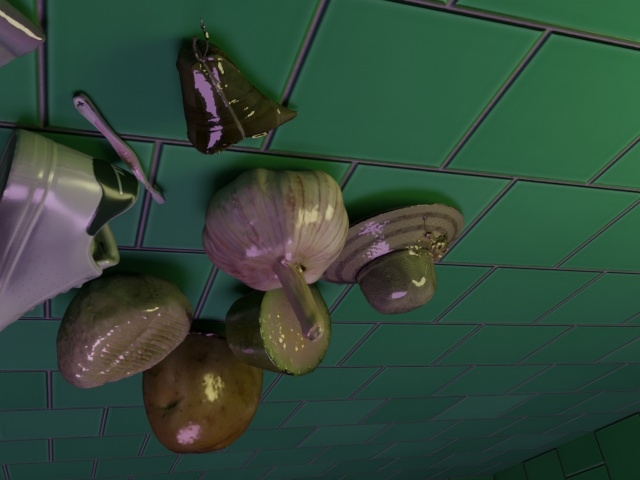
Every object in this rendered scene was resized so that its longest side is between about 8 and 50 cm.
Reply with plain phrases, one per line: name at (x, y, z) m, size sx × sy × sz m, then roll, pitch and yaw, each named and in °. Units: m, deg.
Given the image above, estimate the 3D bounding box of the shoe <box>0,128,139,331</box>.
shoe at (-0.346, 0.016, 0.823) m, size 0.160 × 0.132 × 0.363 m, roll 13°, pitch 136°, yaw -31°

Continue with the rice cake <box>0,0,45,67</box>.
rice cake at (-0.365, -0.199, 0.536) m, size 0.189 × 0.037 × 0.198 m, roll -15°, pitch 149°, yaw 12°

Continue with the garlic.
garlic at (-0.047, 0.032, 0.835) m, size 0.199 × 0.226 × 0.199 m, roll -12°, pitch 151°, yaw -7°

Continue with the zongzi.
zongzi at (-0.081, -0.172, 0.670) m, size 0.130 × 0.062 × 0.154 m, roll -21°, pitch 138°, yaw -21°

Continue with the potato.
potato at (-0.228, 0.297, 1.258) m, size 0.242 × 0.243 × 0.285 m, roll -13°, pitch 153°, yaw 8°

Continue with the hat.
hat at (0.117, 0.053, 0.990) m, size 0.252 × 0.110 × 0.252 m, roll -15°, pitch 155°, yaw -7°

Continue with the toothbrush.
toothbrush at (-0.227, -0.099, 0.761) m, size 0.017 × 0.022 × 0.204 m, roll -21°, pitch 149°, yaw 3°

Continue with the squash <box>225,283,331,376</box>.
squash at (-0.077, 0.147, 1.096) m, size 0.122 × 0.170 × 0.170 m, roll -15°, pitch 152°, yaw 34°

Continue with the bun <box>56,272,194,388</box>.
bun at (-0.310, 0.130, 1.020) m, size 0.220 × 0.134 × 0.220 m, roll -33°, pitch 159°, yaw -14°
